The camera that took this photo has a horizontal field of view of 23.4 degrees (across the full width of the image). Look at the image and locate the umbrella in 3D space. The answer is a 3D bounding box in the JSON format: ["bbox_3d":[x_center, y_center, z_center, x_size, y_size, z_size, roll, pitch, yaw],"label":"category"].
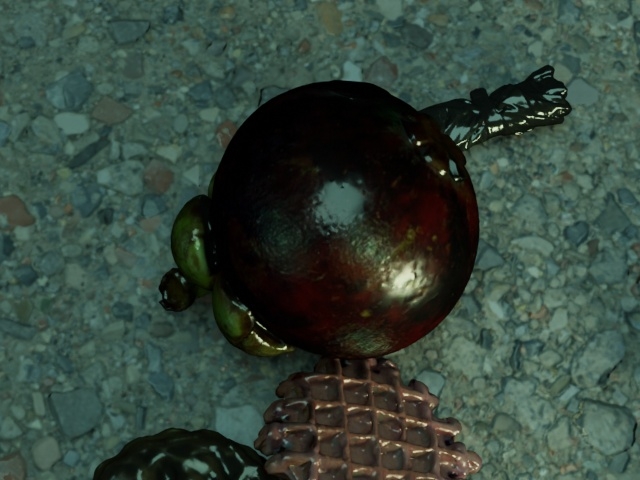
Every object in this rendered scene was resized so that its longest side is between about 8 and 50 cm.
[{"bbox_3d":[0.162,-0.126,1.715,0.235,0.059,0.066,-21,55,-8],"label":"umbrella"}]

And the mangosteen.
[{"bbox_3d":[0.009,-0.014,1.565,0.311,0.311,0.311,0,72,0],"label":"mangosteen"}]

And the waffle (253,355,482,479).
[{"bbox_3d":[0.046,0.211,1.557,0.221,0.055,0.234,45,46,13],"label":"waffle"}]

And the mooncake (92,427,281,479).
[{"bbox_3d":[-0.131,0.295,1.541,0.228,0.124,0.228,-1,71,1],"label":"mooncake"}]
